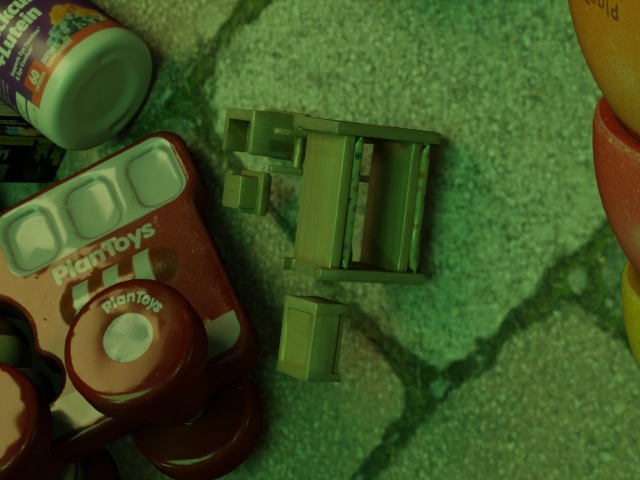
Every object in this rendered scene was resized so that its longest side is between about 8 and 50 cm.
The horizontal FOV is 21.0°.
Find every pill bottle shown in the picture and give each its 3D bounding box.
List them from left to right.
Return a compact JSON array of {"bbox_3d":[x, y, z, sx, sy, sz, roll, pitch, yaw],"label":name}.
[{"bbox_3d":[-0.237,-0.165,1.393,0.193,0.108,0.108,37,109,26],"label":"pill bottle"}]

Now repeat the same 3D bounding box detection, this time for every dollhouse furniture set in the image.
[{"bbox_3d":[0.000,0.000,1.278,0.161,0.101,0.182,15,99,56],"label":"dollhouse furniture set"}]

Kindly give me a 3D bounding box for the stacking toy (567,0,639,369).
[{"bbox_3d":[0.281,0.009,1.010,0.350,0.350,0.480,19,119,30],"label":"stacking toy"}]

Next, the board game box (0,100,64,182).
[{"bbox_3d":[-0.313,-0.100,1.405,0.141,0.170,0.048,34,109,28],"label":"board game box"}]

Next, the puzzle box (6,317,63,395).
[{"bbox_3d":[-0.433,0.103,1.396,0.409,0.052,0.272,-24,72,-16],"label":"puzzle box"}]

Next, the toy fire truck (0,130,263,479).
[{"bbox_3d":[-0.198,0.077,1.313,0.302,0.169,0.254,-27,58,3],"label":"toy fire truck"}]
